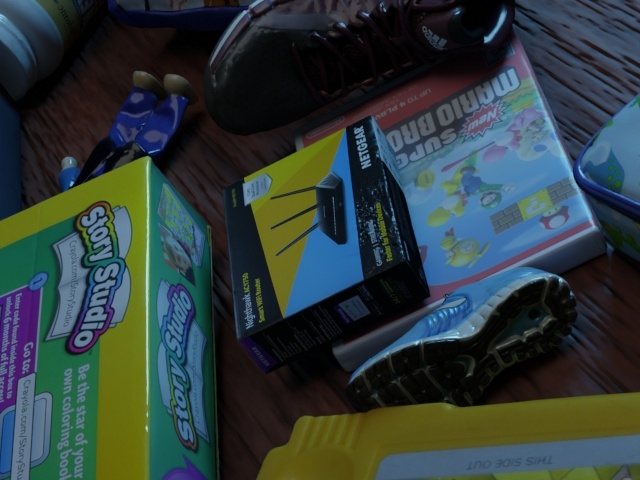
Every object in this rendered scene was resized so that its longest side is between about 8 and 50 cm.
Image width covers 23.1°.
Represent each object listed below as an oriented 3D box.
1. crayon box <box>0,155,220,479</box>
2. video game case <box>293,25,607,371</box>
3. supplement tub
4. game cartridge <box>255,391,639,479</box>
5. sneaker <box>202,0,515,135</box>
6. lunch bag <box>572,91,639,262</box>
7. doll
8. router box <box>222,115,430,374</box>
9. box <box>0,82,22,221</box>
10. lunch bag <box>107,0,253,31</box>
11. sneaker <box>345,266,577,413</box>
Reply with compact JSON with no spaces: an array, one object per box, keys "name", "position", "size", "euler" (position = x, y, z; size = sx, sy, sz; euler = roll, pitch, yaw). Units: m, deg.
[{"name":"crayon box","position":[-0.233,0.142,1.146],"size":[0.313,0.106,0.363],"euler":[-22,42,15]},{"name":"video game case","position":[0.086,-0.042,1.184],"size":[0.204,0.025,0.285],"euler":[-26,37,12]},{"name":"supplement tub","position":[-0.312,-0.256,1.646],"size":[0.144,0.144,0.199],"euler":[-1,48,38]},{"name":"game cartridge","position":[0.072,0.210,0.881],"size":[0.324,0.052,0.285],"euler":[-8,43,31]},{"name":"sneaker","position":[0.045,-0.166,1.248],"size":[0.281,0.106,0.162],"euler":[-36,30,-8]},{"name":"lunch bag","position":[0.287,-0.066,0.997],"size":[0.219,0.090,0.176],"euler":[-42,39,-8]},{"name":"doll","position":[-0.185,-0.066,1.409],"size":[0.129,0.046,0.189],"euler":[10,60,33]},{"name":"router box","position":[0.000,0.000,1.141],"size":[0.133,0.046,0.179],"euler":[-26,36,12]},{"name":"box","position":[-0.500,-0.031,1.481],"size":[0.395,0.212,0.293],"euler":[-29,36,10]},{"name":"lunch bag","position":[-0.022,-0.375,1.488],"size":[0.328,0.239,0.385],"euler":[5,66,42]},{"name":"sneaker","position":[0.091,0.069,1.037],"size":[0.162,0.063,0.073],"euler":[-28,18,2]}]
